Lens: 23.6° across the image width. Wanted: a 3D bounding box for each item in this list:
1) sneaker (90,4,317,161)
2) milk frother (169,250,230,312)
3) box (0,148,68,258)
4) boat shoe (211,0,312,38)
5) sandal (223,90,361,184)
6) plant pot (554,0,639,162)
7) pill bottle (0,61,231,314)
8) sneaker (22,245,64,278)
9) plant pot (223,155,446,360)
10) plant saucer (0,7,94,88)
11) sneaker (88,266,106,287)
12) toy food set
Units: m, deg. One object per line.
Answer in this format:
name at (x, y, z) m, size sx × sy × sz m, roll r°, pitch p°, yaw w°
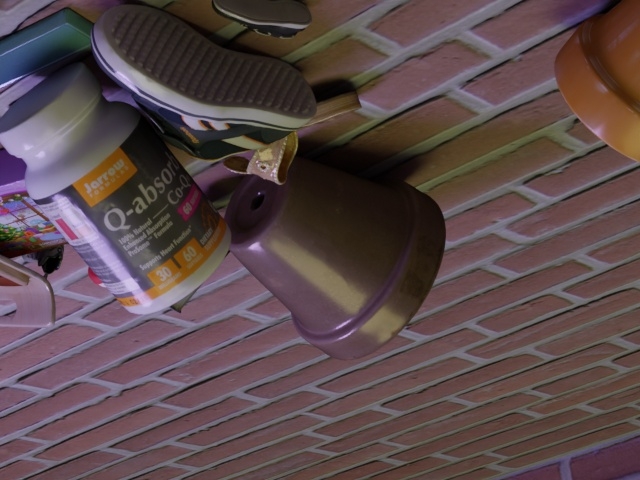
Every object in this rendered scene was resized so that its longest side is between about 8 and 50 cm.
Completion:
sneaker at (-0.154, -0.166, 1.757) m, size 0.127 × 0.126 × 0.321 m, roll -32°, pitch 148°, yaw 33°
milk frother at (-0.179, 0.024, 2.145) m, size 0.134 × 0.129 × 0.143 m, roll -49°, pitch 140°, yaw 2°
box at (-0.370, -0.056, 2.021) m, size 0.293 × 0.057 × 0.201 m, roll -14°, pitch 154°, yaw 15°
boat shoe at (-0.070, -0.249, 1.698) m, size 0.125 × 0.046 × 0.038 m, roll 1°, pitch 151°, yaw -37°
sandal at (-0.052, -0.111, 1.930) m, size 0.240 × 0.079 × 0.088 m, roll -19°, pitch -179°, yaw 21°
plant pot at (0.402, -0.217, 1.740) m, size 0.205 × 0.205 × 0.188 m, roll 8°, pitch 137°, yaw -30°
pill bottle at (-0.243, -0.061, 1.793) m, size 0.162 × 0.162 × 0.278 m, roll -23°, pitch 117°, yaw 31°
sneaker at (-0.397, 0.029, 2.186) m, size 0.038 × 0.069 × 0.098 m, roll 11°, pitch 150°, yaw -34°
plant pot at (0.000, 0.000, 2.061) m, size 0.229 × 0.263 × 0.263 m, roll 32°, pitch 138°, yaw -31°
plant saucer at (-0.339, -0.209, 1.742) m, size 0.192 × 0.018 × 0.067 m, roll -19°, pitch 153°, yaw 27°
sneaker at (-0.274, -0.027, 1.967) m, size 0.128 × 0.087 × 0.221 m, roll 18°, pitch 132°, yaw -31°
toy food set at (-0.537, 0.052, 2.070) m, size 0.220 × 0.092 × 0.306 m, roll -1°, pitch 159°, yaw 38°
